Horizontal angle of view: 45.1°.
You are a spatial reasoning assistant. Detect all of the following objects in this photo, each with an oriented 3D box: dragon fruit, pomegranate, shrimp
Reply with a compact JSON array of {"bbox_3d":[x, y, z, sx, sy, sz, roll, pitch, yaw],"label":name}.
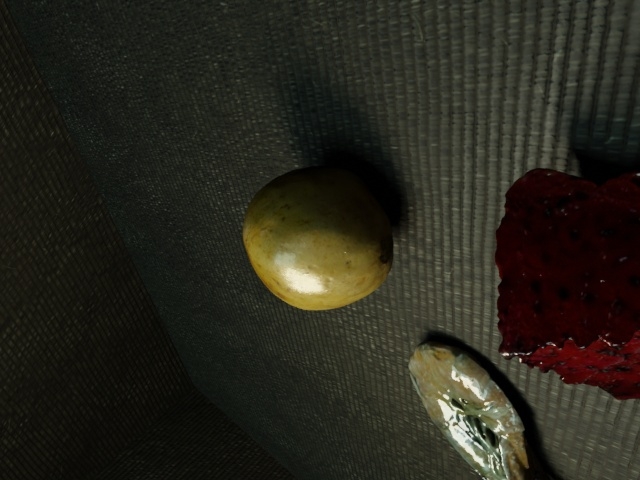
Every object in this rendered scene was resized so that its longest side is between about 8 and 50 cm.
[{"bbox_3d":[0.403,0.041,0.869,0.286,0.228,0.329,27,148,-35],"label":"dragon fruit"},{"bbox_3d":[0.000,0.000,1.301,0.260,0.260,0.260,38,154,23],"label":"pomegranate"},{"bbox_3d":[0.331,0.369,1.460,0.446,0.110,0.221,52,148,4],"label":"shrimp"}]
